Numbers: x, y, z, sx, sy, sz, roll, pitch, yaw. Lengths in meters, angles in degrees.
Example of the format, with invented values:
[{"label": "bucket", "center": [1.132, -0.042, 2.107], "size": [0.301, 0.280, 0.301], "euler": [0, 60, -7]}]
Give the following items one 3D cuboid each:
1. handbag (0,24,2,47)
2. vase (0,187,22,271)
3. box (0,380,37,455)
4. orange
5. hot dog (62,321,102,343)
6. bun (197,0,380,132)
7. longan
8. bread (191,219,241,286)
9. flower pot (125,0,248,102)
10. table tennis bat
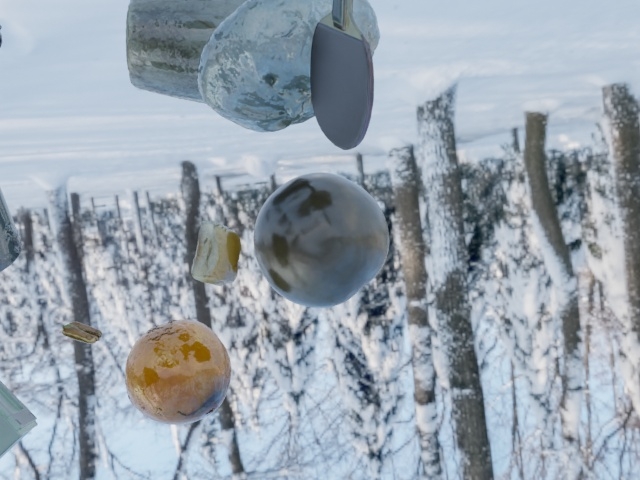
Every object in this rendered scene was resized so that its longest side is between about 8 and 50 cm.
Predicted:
[{"label": "handbag", "center": [-0.989, -0.532, 1.776], "size": [0.260, 0.162, 0.113], "euler": [-39, 174, -20]}, {"label": "vase", "center": [-0.475, -0.082, 0.822], "size": [0.156, 0.301, 0.251], "euler": [-18, -145, -30]}, {"label": "box", "center": [-0.632, 0.293, 1.184], "size": [0.117, 0.225, 0.225], "euler": [-44, -175, -18]}, {"label": "orange", "center": [-0.330, 0.310, 1.551], "size": [0.246, 0.246, 0.246], "euler": [-6, -177, 0]}, {"label": "hot dog", "center": [-0.439, 0.172, 1.225], "size": [0.083, 0.021, 0.037], "euler": [15, -139, 25]}, {"label": "bun", "center": [-0.054, -0.321, 1.220], "size": [0.354, 0.194, 0.354], "euler": [-31, 174, -4]}, {"label": "longan", "center": [0.000, 0.000, 1.468], "size": [0.318, 0.319, 0.319], "euler": [-6, -177, 0]}, {"label": "bread", "center": [-0.199, 0.027, 1.295], "size": [0.082, 0.125, 0.106], "euler": [9, 177, 1]}, {"label": "flower pot", "center": [-0.286, -0.469, 1.607], "size": [0.330, 0.294, 0.293], "euler": [3, -178, -5]}, {"label": "table tennis bat", "center": [0.027, -0.278, 0.957], "size": [0.022, 0.301, 0.173], "euler": [-14, -146, -26]}]
